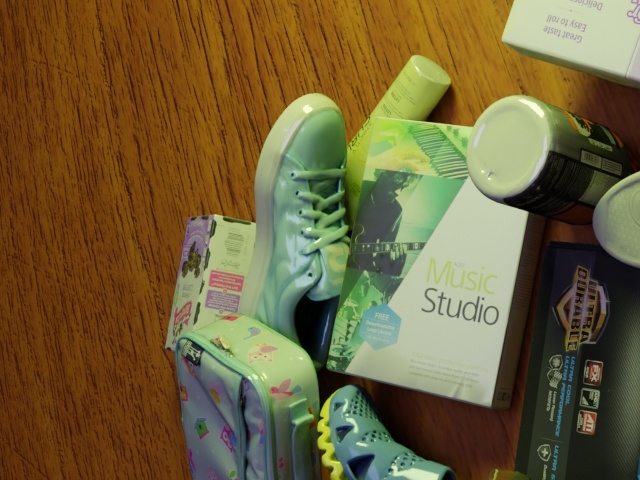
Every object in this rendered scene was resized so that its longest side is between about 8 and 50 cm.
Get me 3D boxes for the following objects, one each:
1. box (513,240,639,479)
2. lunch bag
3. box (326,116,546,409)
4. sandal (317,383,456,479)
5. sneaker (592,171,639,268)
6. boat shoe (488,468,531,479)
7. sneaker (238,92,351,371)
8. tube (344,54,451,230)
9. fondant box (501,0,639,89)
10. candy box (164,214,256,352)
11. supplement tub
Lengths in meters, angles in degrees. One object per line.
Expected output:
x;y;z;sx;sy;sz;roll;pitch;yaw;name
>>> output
0.349;0.158;1.392;0.293;0.073;0.296;7;86;46;box
-0.087;0.241;1.704;0.224;0.107;0.279;29;130;52;lunch bag
0.143;0.021;1.606;0.232;0.058;0.322;9;86;33;box
0.104;0.301;1.579;0.138;0.126;0.317;-38;62;22;sandal
0.416;-0.040;1.329;0.295;0.146;0.105;-18;84;50;sneaker
0.155;0.399;1.428;0.119;0.122;0.324;10;104;14;boat shoe
0.000;0.000;1.721;0.150;0.135;0.366;30;123;38;sneaker
0.079;-0.128;1.739;0.240;0.062;0.070;-54;9;30;tube
0.364;-0.328;1.429;0.238;0.096;0.330;22;98;29;fondant box
-0.152;0.067;1.870;0.165;0.070;0.196;178;103;-72;candy box
0.256;-0.081;1.452;0.117;0.190;0.117;-12;73;42;supplement tub
